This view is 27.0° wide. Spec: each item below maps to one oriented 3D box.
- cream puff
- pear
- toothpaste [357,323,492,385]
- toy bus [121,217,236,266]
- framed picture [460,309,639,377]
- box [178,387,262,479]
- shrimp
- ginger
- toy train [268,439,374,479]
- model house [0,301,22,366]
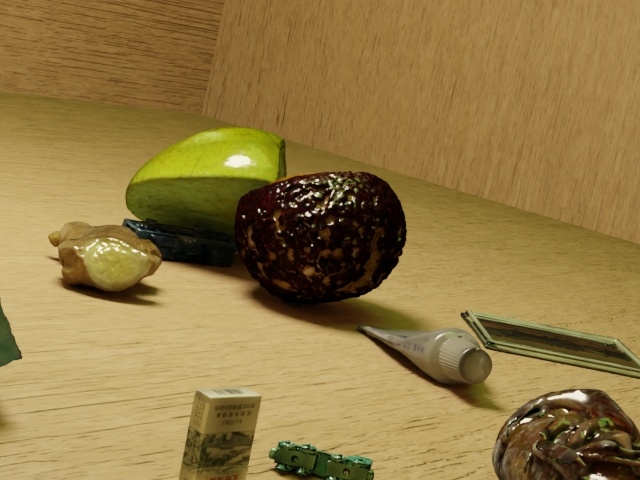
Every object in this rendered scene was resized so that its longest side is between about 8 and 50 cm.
[{"bbox_3d":[0.000,0.000,1.794,0.239,0.165,0.239,-6,-13,-1],"label":"cream puff"},{"bbox_3d":[-0.167,-0.086,1.972,0.239,0.139,0.288,-2,-22,0],"label":"pear"},{"bbox_3d":[0.138,0.130,1.620,0.099,0.068,0.282,38,-5,-15],"label":"toothpaste"},{"bbox_3d":[-0.207,0.004,1.937,0.166,0.047,0.065,8,13,-28],"label":"toy bus"},{"bbox_3d":[0.338,0.146,1.900,0.252,0.014,0.197,11,10,-6],"label":"framed picture"},{"bbox_3d":[-0.079,0.159,1.049,0.054,0.083,0.024,3,12,-45],"label":"box"},{"bbox_3d":[0.252,0.209,1.099,0.145,0.116,0.343,-15,19,-13],"label":"shrimp"},{"bbox_3d":[-0.272,0.018,1.699,0.137,0.074,0.213,9,4,-17],"label":"ginger"},{"bbox_3d":[0.002,0.190,1.147,0.092,0.029,0.045,12,2,8],"label":"toy train"},{"bbox_3d":[-0.426,0.018,1.150,0.241,0.226,0.261,-25,23,-21],"label":"model house"}]
